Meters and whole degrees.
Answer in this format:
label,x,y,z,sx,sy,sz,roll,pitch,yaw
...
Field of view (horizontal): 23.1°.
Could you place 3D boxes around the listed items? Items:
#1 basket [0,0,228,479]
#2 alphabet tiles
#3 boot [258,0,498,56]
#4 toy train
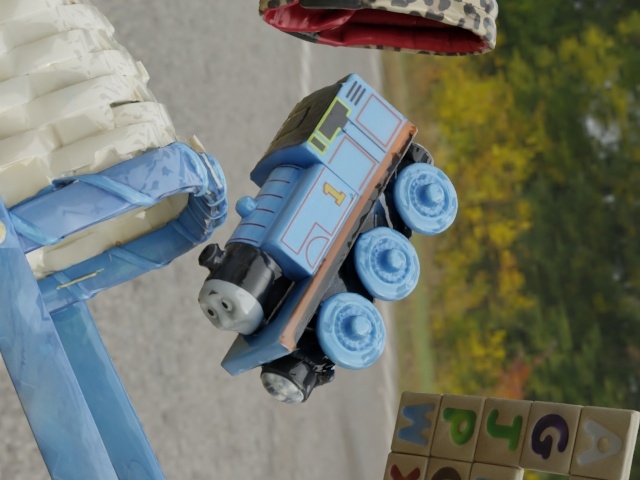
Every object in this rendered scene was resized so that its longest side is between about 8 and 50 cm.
label,x,y,z,sx,sy,sz,roll,pitch,yaw
basket,-0.134,0.024,0.740,0.289,0.201,0.255,61,-7,8
alphabet tiles,0.087,0.207,0.903,0.009,0.198,0.237,21,76,-35
boot,-0.009,-0.308,1.213,0.138,0.377,0.284,146,-47,-78
toy train,0.000,0.000,0.862,0.105,0.080,0.184,40,58,-14
